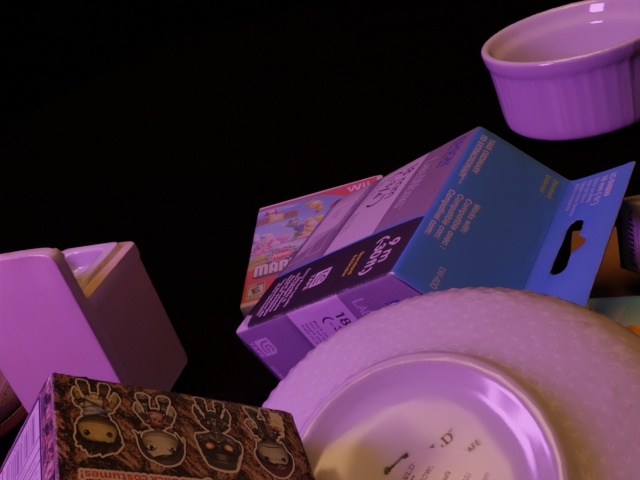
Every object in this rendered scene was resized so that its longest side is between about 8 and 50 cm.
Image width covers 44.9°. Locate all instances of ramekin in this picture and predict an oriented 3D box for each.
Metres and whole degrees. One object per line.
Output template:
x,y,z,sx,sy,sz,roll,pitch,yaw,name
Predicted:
0.397,-0.263,1.188,0.277,0.135,0.277,-15,27,8,ramekin

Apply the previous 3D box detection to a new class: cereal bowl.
0.075,0.166,0.453,0.339,0.141,0.339,-15,50,19,cereal bowl

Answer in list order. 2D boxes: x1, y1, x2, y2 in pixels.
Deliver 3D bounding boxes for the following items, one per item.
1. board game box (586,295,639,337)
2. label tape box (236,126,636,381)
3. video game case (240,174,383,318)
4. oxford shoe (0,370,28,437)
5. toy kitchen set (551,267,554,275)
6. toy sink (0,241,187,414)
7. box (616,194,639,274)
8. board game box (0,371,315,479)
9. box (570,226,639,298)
0.245,0.143,0.586,0.336,0.079,0.254,-6,30,26,board game box
0.103,0.007,0.747,0.334,0.106,0.240,-25,21,45,label tape box
0.000,0.000,1.082,0.204,0.025,0.285,-15,27,9,video game case
-0.433,0.183,0.908,0.123,0.130,0.348,-11,28,17,oxford shoe
0.197,0.056,0.785,0.068,0.075,0.083,-7,25,26,toy kitchen set
-0.276,0.085,0.874,0.153,0.234,0.131,-9,29,22,toy sink
0.357,-0.009,0.701,0.126,0.072,0.137,-10,9,-4,box
-0.085,0.249,0.335,0.232,0.141,0.291,-56,35,25,board game box
0.335,0.040,0.783,0.164,0.021,0.201,-6,30,24,box
